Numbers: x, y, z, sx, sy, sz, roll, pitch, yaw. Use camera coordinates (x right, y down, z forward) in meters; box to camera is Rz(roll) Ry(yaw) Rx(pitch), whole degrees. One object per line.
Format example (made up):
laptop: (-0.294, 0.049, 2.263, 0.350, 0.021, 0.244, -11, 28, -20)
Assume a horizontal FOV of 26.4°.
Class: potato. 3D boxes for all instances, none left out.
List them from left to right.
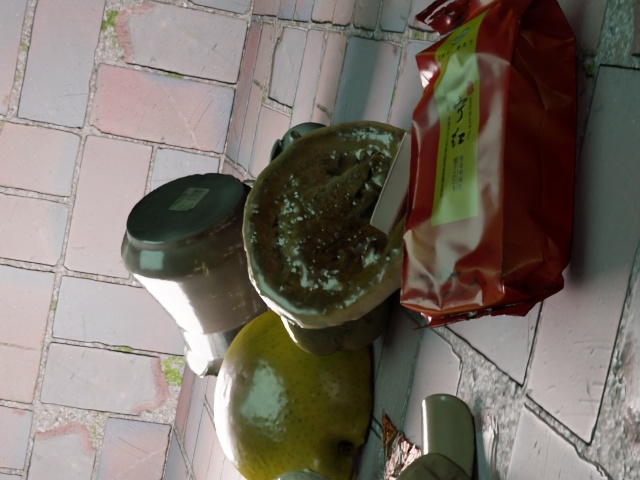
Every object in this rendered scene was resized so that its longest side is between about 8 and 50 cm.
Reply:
potato: (0.022, 0.041, 2.137, 0.141, 0.192, 0.296, 139, 138, -65)

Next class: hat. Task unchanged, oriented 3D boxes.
hat: (0.120, 0.292, 1.744, 0.173, 0.144, 0.166, 67, 150, 23)

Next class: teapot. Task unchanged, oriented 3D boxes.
teapot: (-0.197, 0.054, 2.732, 0.376, 0.306, 0.361, -53, -43, -43)
teapot: (-0.035, -0.132, 2.607, 0.294, 0.129, 0.193, 130, 147, -64)

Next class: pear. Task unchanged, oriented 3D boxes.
pear: (-0.071, 0.251, 2.281, 0.386, 0.191, 0.340, 44, 118, 62)

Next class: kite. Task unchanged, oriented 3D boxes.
kite: (0.107, 0.333, 1.995, 0.222, 0.008, 0.125, -148, 66, -75)

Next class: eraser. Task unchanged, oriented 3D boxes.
eraser: (0.145, -0.126, 1.857, 0.230, 0.038, 0.157, -49, -17, -51)

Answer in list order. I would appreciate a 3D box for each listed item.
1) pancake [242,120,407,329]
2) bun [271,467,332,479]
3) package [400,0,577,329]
pancake: (0.030, -0.039, 2.042, 0.065, 0.356, 0.356, 52, -150, -49)
bun: (-0.015, 0.495, 2.023, 0.293, 0.187, 0.293, -33, 43, 37)
package: (0.196, -0.100, 1.590, 0.196, 0.123, 0.423, -18, 63, 50)
